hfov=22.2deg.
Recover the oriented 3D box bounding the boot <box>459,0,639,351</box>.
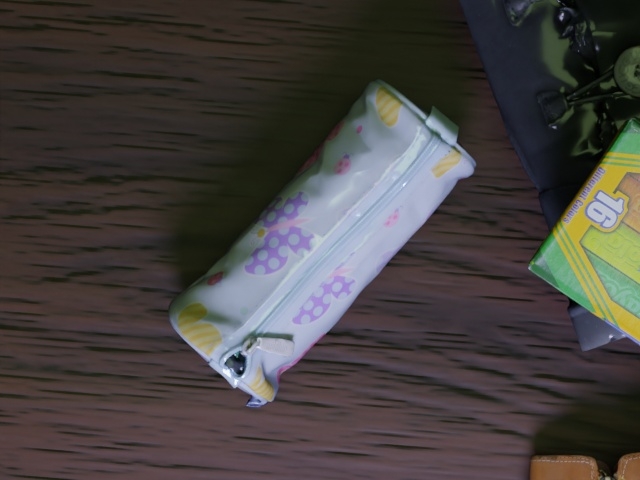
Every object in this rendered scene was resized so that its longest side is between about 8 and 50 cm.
[{"bbox_3d":[0.304,-0.178,1.302,0.367,0.146,0.445,-18,84,-2],"label":"boot"}]

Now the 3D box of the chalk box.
[{"bbox_3d":[0.274,0.022,1.166,0.213,0.132,0.132,34,98,7],"label":"chalk box"}]

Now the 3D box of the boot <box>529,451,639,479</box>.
[{"bbox_3d":[0.179,0.281,1.300,0.283,0.109,0.220,-9,79,15],"label":"boot"}]

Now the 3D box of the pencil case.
[{"bbox_3d":[0.000,0.000,1.298,0.113,0.124,0.273,42,88,2],"label":"pencil case"}]
